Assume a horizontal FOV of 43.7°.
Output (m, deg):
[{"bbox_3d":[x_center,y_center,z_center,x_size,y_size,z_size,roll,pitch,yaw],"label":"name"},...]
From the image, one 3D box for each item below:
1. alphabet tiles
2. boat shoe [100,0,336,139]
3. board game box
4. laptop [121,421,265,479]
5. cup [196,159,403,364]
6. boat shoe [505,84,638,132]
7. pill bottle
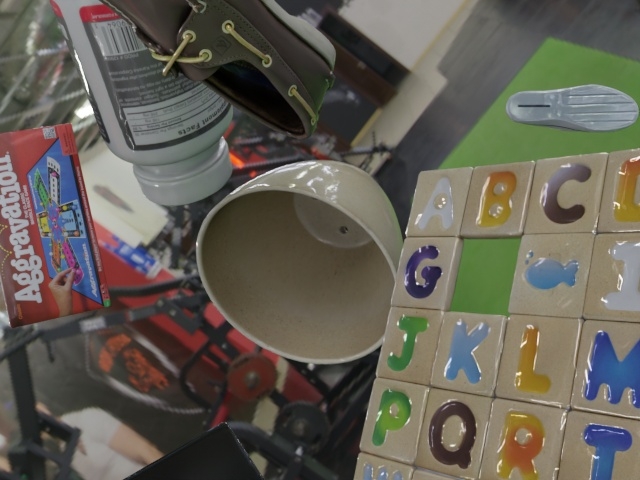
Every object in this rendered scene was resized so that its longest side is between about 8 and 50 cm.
[{"bbox_3d":[0.111,0.054,0.345,0.237,0.009,0.198,-2,70,50],"label":"alphabet tiles"},{"bbox_3d":[-0.103,-0.193,0.757,0.116,0.324,0.097,-1,74,37],"label":"boat shoe"},{"bbox_3d":[-0.410,-0.024,1.175,0.145,0.281,0.027,-13,-2,-20],"label":"board game box"},{"bbox_3d":[-0.223,0.626,1.452,0.382,0.408,0.236,-27,14,-19],"label":"laptop"},{"bbox_3d":[0.000,0.000,1.300,0.331,0.331,0.237,-47,7,39],"label":"cup"},{"bbox_3d":[0.452,-0.239,1.441,0.076,0.226,0.083,-6,-75,-73],"label":"boat shoe"},{"bbox_3d":[-0.210,-0.207,1.007,0.176,0.176,0.318,-62,-30,-44],"label":"pill bottle"}]
